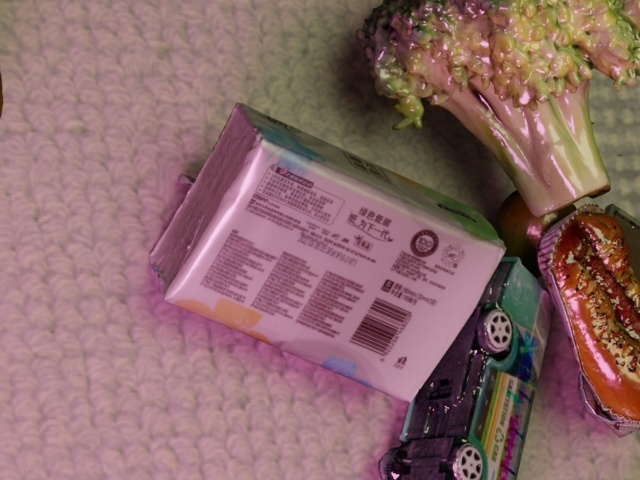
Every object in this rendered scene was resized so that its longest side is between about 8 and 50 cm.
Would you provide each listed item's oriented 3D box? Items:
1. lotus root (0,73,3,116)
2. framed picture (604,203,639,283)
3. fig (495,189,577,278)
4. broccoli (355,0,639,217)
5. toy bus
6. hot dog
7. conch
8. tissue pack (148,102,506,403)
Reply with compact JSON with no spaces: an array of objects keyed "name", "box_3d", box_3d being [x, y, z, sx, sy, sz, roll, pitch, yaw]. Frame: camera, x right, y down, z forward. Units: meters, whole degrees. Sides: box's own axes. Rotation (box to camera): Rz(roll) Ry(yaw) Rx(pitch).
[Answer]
[{"name":"lotus root","box_3d":[-0.400,-0.183,1.379,0.390,0.111,0.375,37,56,-14]},{"name":"framed picture","box_3d":[0.307,0.047,1.769,0.149,0.011,0.109,31,62,-18]},{"name":"fig","box_3d":[0.185,-0.003,1.680,0.074,0.074,0.088,17,96,-25]},{"name":"broccoli","box_3d":[0.180,-0.145,1.625,0.263,0.247,0.243,-21,92,4]},{"name":"toy bus","box_3d":[0.121,0.141,1.582,0.109,0.091,0.262,38,59,-41]},{"name":"hot dog","box_3d":[0.245,0.064,1.625,0.108,0.059,0.191,-30,95,-43]},{"name":"conch","box_3d":[0.256,0.129,1.689,0.076,0.056,0.085,6,66,-15]},{"name":"tissue pack","box_3d":[0.000,0.000,1.535,0.229,0.145,0.159,23,108,-23]}]
